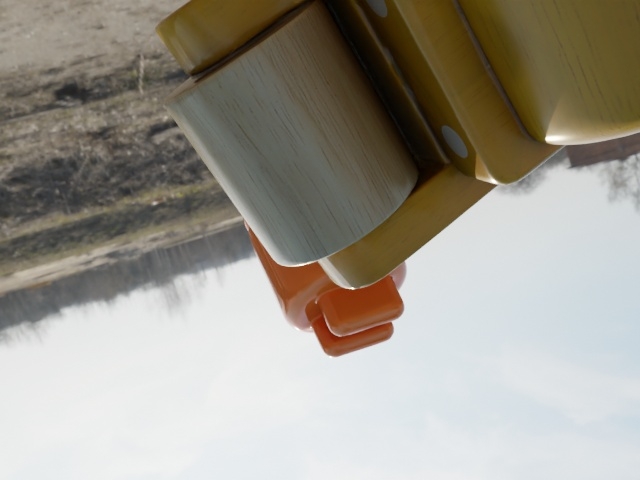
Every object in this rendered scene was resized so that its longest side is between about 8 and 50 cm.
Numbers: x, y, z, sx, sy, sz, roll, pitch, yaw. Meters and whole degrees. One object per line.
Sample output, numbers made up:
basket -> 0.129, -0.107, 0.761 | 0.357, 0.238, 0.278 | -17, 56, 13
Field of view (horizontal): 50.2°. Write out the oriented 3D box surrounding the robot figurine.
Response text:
robot figurine -> -0.001, 0.001, 0.658 | 0.128, 0.220, 0.158 | -34, 150, 15

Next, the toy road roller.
toy road roller -> 0.087, -0.119, 0.391 | 0.329, 0.203, 0.240 | -37, -160, -7
